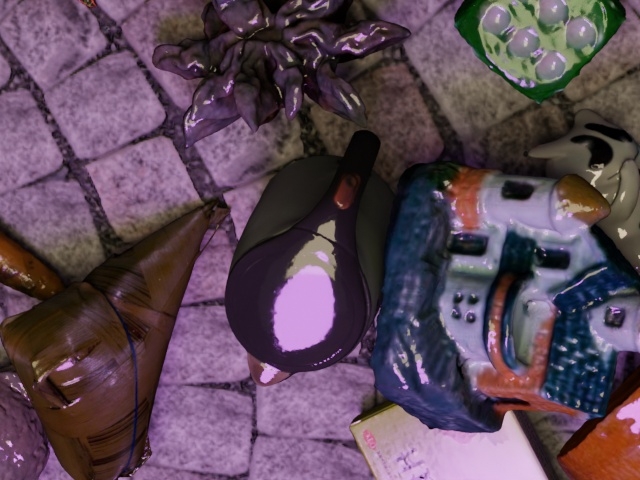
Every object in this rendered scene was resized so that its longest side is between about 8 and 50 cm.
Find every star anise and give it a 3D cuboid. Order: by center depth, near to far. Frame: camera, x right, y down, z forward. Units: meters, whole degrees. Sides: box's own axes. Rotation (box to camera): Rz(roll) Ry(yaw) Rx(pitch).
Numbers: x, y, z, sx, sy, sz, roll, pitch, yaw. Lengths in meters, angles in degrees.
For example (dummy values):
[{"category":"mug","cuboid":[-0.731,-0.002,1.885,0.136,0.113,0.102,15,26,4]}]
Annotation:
[{"category":"star anise","cuboid":[-0.049,-0.195,1.559,0.283,0.129,0.212,3,77,14]}]

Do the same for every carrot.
[{"category":"carrot","cuboid":[0.367,0.144,1.565,0.307,0.258,0.100,-39,84,15]},{"category":"carrot","cuboid":[-0.417,-0.017,1.713,0.314,0.066,0.066,34,110,-5]}]

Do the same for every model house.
[{"category":"model house","cuboid":[0.219,0.057,1.474,0.291,0.184,0.253,3,70,32]}]

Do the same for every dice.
[{"category":"dice","cuboid":[0.217,-0.222,1.521,0.128,0.120,0.131,43,108,-7]}]

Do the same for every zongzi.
[{"category":"zongzi","cuboid":[-0.196,0.121,1.730,0.289,0.123,0.260,-37,138,-21]}]

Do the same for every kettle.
[{"category":"kettle","cuboid":[0.000,0.000,1.560,0.165,0.255,0.240,24,111,2]}]

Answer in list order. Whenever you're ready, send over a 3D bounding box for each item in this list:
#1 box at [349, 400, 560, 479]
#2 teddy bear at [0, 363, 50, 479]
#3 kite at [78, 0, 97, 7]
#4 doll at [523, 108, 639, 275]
[{"category":"box","cuboid":[0.170,0.277,1.705,0.175,0.062,0.260,-27,90,16]},{"category":"teddy bear","cuboid":[-0.445,0.226,1.758,0.267,0.151,0.236,11,104,9]},{"category":"kite","cuboid":[-0.354,-0.371,1.606,0.321,0.016,0.234,27,109,-3]},{"category":"doll","cuboid":[0.302,-0.041,1.581,0.107,0.110,0.180,-10,114,51]}]
